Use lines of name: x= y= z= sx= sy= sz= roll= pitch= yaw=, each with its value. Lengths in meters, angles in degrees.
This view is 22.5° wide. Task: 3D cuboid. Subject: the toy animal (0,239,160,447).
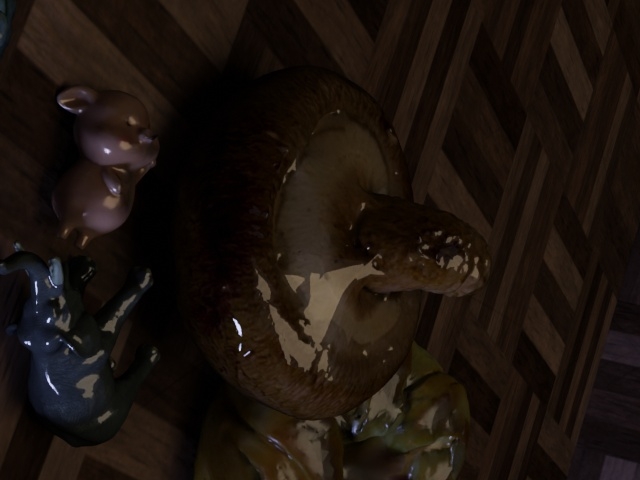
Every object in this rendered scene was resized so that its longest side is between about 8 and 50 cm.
toy animal: x=-0.208 y=0.071 z=1.380 sx=0.269 sy=0.082 sz=0.137 roll=80 pitch=31 yaw=-43

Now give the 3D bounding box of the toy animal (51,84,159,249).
toy animal: x=-0.188 y=-0.066 z=1.375 sx=0.083 sy=0.089 sz=0.150 roll=94 pitch=10 yaw=-77

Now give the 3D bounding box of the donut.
donut: x=0.016 y=0.259 z=1.785 sx=0.360 sy=0.170 sz=0.360 roll=-9 pitch=103 yaw=-40

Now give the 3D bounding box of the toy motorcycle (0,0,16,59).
toy motorcycle: x=-0.270 y=-0.243 z=0.979 sx=0.237 sy=0.168 sz=0.410 roll=-65 pitch=160 yaw=-12

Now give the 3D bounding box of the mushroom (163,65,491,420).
mushroom: x=-0.019 y=0.006 z=1.596 sx=0.239 sy=0.345 sz=0.345 roll=-43 pitch=179 yaw=35
